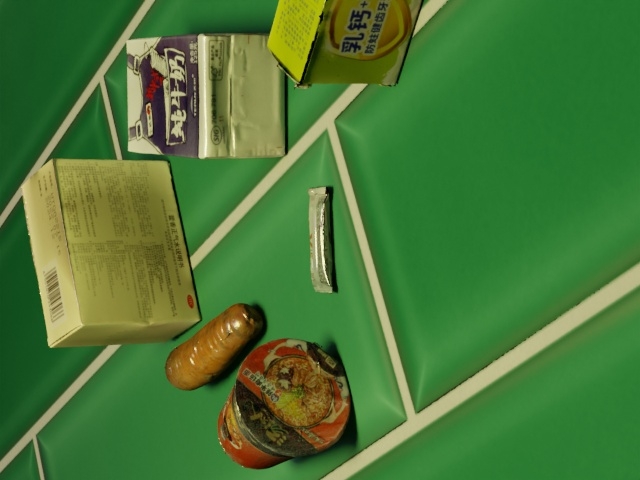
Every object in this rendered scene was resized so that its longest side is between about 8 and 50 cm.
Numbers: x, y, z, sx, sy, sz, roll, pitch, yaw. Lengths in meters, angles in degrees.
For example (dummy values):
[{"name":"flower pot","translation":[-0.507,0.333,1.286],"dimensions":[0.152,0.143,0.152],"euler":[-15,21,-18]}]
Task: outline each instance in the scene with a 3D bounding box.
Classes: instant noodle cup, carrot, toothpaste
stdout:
[{"name":"instant noodle cup","translation":[-0.048,0.179,1.718],"dimensions":[0.135,0.127,0.127],"euler":[133,128,-61]},{"name":"carrot","translation":[-0.121,0.123,1.888],"dimensions":[0.186,0.060,0.060],"euler":[-38,60,50]},{"name":"toothpaste","translation":[0.049,-0.295,1.502],"dimensions":[0.077,0.110,0.327],"euler":[51,135,43]}]

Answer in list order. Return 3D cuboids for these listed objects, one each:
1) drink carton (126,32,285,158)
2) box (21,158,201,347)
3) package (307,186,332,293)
[{"name":"drink carton","translation":[-0.131,-0.161,1.839],"dimensions":[0.222,0.102,0.134],"euler":[10,104,61]},{"name":"box","translation":[-0.250,0.014,1.988],"dimensions":[0.095,0.168,0.212],"euler":[-34,63,51]},{"name":"package","translation":[0.000,0.000,1.707],"dimensions":[0.037,0.015,0.110],"euler":[-3,89,61]}]
